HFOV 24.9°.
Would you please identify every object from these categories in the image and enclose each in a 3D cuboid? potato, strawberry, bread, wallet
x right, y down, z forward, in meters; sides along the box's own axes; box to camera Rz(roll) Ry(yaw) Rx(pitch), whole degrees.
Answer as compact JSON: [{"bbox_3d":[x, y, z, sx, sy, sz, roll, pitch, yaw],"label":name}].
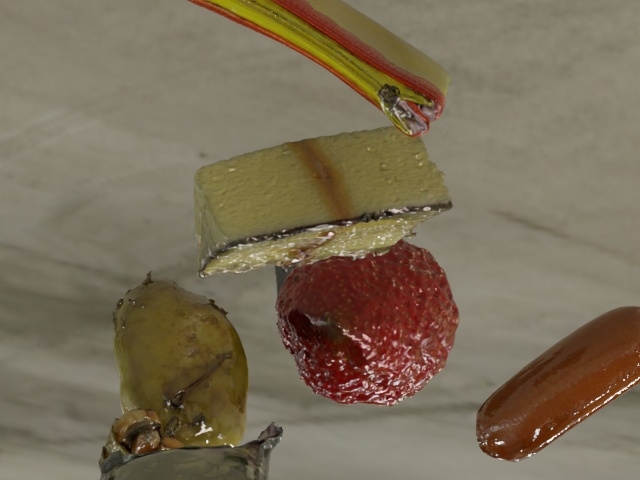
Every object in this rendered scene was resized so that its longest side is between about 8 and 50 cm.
[{"bbox_3d":[-0.184,0.163,1.906,0.172,0.300,0.140,-13,136,-6],"label":"potato"},{"bbox_3d":[0.055,0.109,1.982,0.257,0.257,0.277,6,-170,17],"label":"strawberry"},{"bbox_3d":[0.000,0.000,1.467,0.240,0.135,0.178,-11,137,-14],"label":"bread"},{"bbox_3d":[-0.002,-0.174,1.185,0.241,0.067,0.141,30,-165,-3],"label":"wallet"}]

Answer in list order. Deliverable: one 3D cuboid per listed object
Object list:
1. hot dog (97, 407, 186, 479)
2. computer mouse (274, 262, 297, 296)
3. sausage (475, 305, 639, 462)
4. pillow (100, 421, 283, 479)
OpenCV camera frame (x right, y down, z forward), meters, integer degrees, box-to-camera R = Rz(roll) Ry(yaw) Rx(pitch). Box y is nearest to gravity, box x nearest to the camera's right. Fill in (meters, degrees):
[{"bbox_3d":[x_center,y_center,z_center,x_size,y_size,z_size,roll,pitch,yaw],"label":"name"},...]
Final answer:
[{"bbox_3d":[-0.218,0.285,1.721,0.109,0.072,0.269,46,145,15],"label":"hot dog"},{"bbox_3d":[-0.012,-0.012,2.382,0.087,0.295,0.168,14,143,-21],"label":"computer mouse"},{"bbox_3d":[0.228,0.135,1.346,0.197,0.076,0.076,-37,157,4],"label":"sausage"},{"bbox_3d":[-0.099,0.214,1.062,0.169,0.059,0.255,-14,-164,3],"label":"pillow"}]
